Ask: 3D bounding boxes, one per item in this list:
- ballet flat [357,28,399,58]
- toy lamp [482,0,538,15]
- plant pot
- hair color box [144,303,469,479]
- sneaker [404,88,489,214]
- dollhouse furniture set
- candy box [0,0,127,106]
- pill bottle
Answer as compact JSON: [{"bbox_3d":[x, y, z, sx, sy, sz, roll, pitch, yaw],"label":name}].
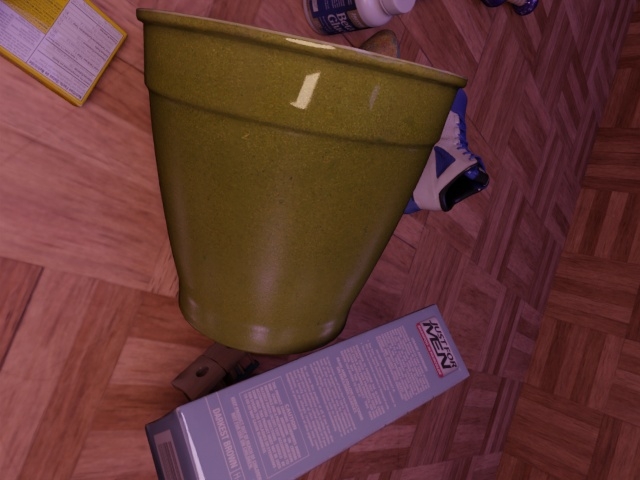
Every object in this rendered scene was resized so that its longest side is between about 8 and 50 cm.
[{"bbox_3d":[0.051,-0.221,0.779,0.123,0.123,0.348,12,92,-48],"label":"ballet flat"},{"bbox_3d":[0.493,-0.645,1.159,0.275,0.080,0.080,-17,113,-43],"label":"toy lamp"},{"bbox_3d":[-0.049,-0.062,0.567,0.366,0.366,0.353,-10,119,-46],"label":"plant pot"},{"bbox_3d":[-0.008,0.205,0.569,0.375,0.185,0.113,-12,72,-36],"label":"hair color box"},{"bbox_3d":[0.307,-0.190,1.005,0.127,0.182,0.315,32,77,-48],"label":"sneaker"},{"bbox_3d":[-0.104,0.248,0.679,0.129,0.184,0.129,-42,129,-32],"label":"dollhouse furniture set"},{"bbox_3d":[-0.310,-0.241,0.438,0.206,0.027,0.105,39,75,-45],"label":"candy box"},{"bbox_3d":[0.061,-0.383,0.694,0.094,0.169,0.094,-15,111,-44],"label":"pill bottle"}]
